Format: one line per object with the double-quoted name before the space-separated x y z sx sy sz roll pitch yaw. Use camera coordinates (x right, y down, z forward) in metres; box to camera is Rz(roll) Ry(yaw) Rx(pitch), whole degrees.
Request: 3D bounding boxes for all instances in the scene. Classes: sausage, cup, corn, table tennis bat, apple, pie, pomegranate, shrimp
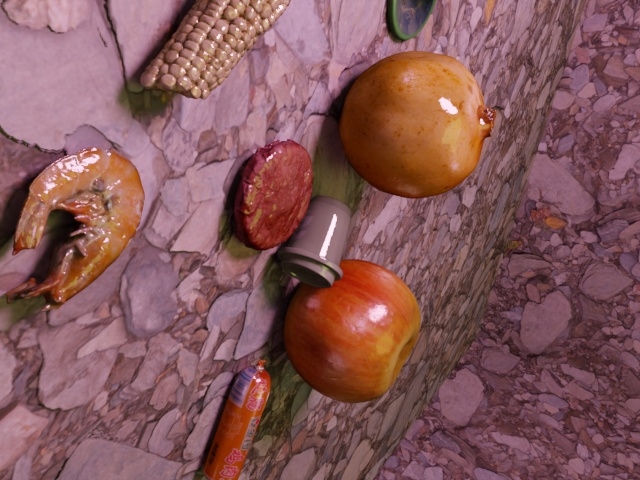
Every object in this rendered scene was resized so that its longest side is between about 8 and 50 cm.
"sausage" -0.145 0.323 1.001 0.071 0.071 0.235 6 106 -62
"cup" 0.000 0.000 0.966 0.141 0.119 0.120 -66 154 -17
"corn" -0.109 -0.230 0.610 0.211 0.087 0.087 -59 153 -10
"table tennis bat" 0.198 -0.485 1.020 0.257 0.039 0.160 -55 150 -17
"apple" 0.061 0.170 1.078 0.286 0.232 0.286 -49 153 -36
"pie" -0.069 -0.068 0.851 0.182 0.049 0.183 -45 148 -38
"pomegranate" 0.165 -0.200 0.946 0.264 0.264 0.265 -42 144 -39
"shrimp" -0.256 -0.015 0.565 0.132 0.051 0.188 51 58 -48
